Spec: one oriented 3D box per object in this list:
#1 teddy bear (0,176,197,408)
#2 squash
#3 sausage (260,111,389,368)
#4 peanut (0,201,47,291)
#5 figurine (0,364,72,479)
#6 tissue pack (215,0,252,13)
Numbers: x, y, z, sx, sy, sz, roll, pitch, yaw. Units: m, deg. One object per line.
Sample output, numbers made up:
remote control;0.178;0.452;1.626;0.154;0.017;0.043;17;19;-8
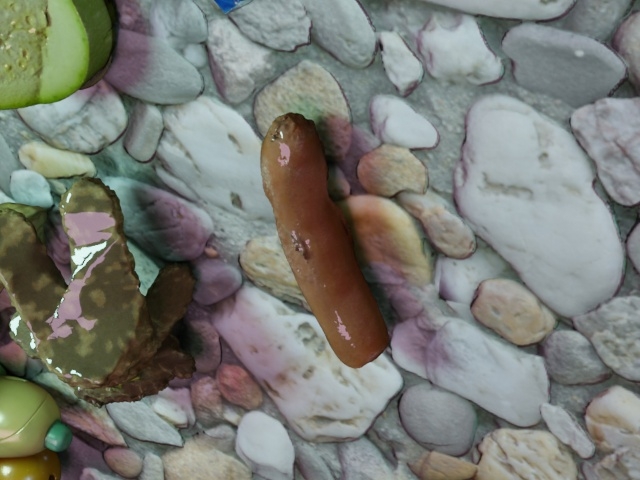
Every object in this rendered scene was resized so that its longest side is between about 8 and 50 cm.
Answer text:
teddy bear;-0.274;0.071;1.796;0.246;0.222;0.296;-20;97;3
squash;-0.336;-0.237;1.595;0.220;0.133;0.220;12;130;14
sausage;-0.001;0.000;1.623;0.087;0.079;0.327;6;128;40
peanut;-0.429;0.024;1.869;0.263;0.117;0.101;-30;107;40
figurine;-0.471;0.304;2.126;0.222;0.124;0.324;38;139;-7
tissue pack;-0.085;-0.371;1.314;0.198;0.146;0.263;-27;110;43
